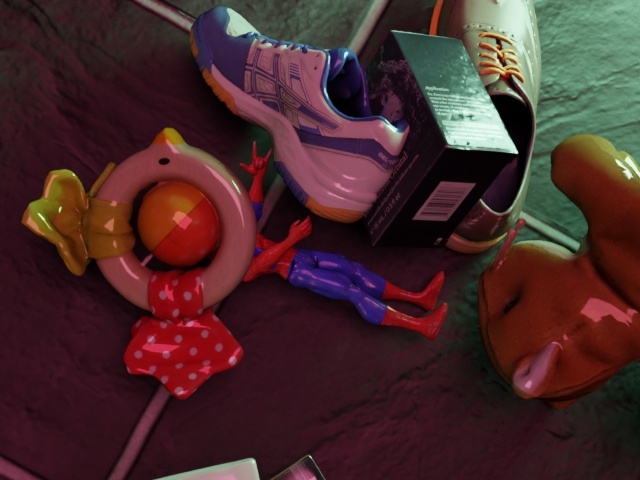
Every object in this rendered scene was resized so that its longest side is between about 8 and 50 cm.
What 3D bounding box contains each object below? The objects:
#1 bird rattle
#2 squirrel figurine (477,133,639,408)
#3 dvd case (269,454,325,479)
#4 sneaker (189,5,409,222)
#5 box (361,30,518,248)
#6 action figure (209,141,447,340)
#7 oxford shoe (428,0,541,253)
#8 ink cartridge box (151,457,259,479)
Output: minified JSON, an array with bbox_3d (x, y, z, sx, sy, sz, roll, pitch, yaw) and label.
[{"bbox_3d":[-0.153,0.012,1.233,0.253,0.143,0.207,47,106,10],"label":"bird rattle"},{"bbox_3d":[0.356,0.063,1.254,0.370,0.281,0.397,-40,73,6],"label":"squirrel figurine"},{"bbox_3d":[-0.056,0.296,0.993,0.221,0.018,0.165,-31,87,-19],"label":"dvd case"},{"bbox_3d":[-0.016,-0.156,1.292,0.111,0.131,0.296,0,43,-53],"label":"sneaker"},{"bbox_3d":[0.097,-0.099,1.295,0.093,0.156,0.158,2,51,-31],"label":"box"},{"bbox_3d":[0.000,0.000,1.301,0.280,0.091,0.139,13,120,-7],"label":"action figure"},{"bbox_3d":[0.191,-0.174,1.375,0.129,0.133,0.364,5,77,-10],"label":"oxford shoe"},{"bbox_3d":[-0.107,0.400,1.114,0.160,0.279,0.385,-11,80,-15],"label":"ink cartridge box"}]
